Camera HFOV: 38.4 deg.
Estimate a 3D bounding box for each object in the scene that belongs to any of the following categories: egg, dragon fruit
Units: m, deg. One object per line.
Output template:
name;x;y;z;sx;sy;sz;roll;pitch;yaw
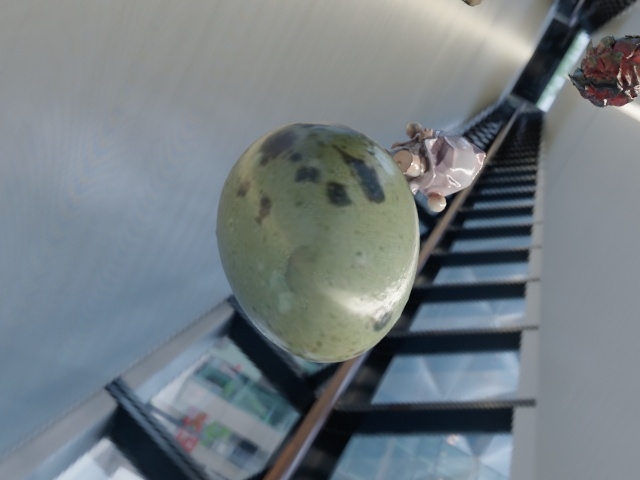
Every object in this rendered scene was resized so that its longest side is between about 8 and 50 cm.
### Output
egg;0.000;0.000;1.555;0.345;0.345;0.428;111;-32;-58
dragon fruit;0.693;-0.401;2.153;0.188;0.182;0.182;-56;176;14

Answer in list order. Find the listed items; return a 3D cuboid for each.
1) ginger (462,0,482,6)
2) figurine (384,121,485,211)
ginger;0.119;-0.468;1.477;0.080;0.333;0.166;-55;-178;17
figurine;0.223;-0.161;1.890;0.276;0.200;0.133;-4;163;-47
